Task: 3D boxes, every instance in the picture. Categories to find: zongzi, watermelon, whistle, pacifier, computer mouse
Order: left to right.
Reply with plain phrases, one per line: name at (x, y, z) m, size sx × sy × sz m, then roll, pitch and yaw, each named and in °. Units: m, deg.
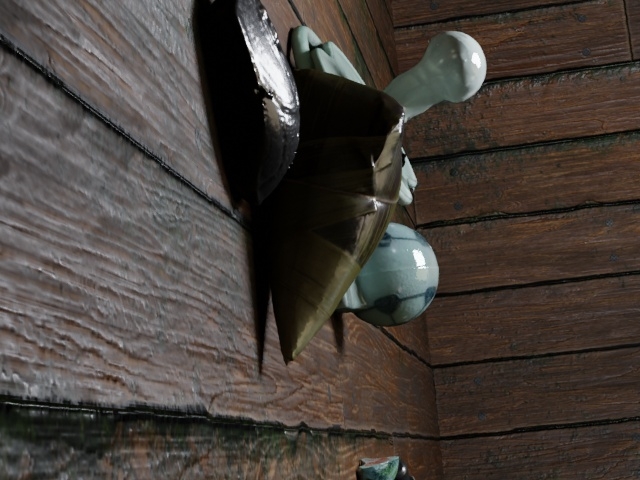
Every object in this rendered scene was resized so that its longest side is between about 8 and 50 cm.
computer mouse at (-0.060, -0.142, 1.359) m, size 0.122 × 0.073 × 0.217 m, roll -71°, pitch 152°, yaw -72°
zongzi at (0.000, 0.000, 1.557) m, size 0.289 × 0.154 × 0.317 m, roll 67°, pitch 37°, yaw -76°
watermelon at (0.074, 0.338, 2.058) m, size 0.061 × 0.085 × 0.085 m, roll 34°, pitch -31°, yaw 41°
whistle at (0.089, 0.047, 1.985) m, size 0.290 × 0.163 × 0.163 m, roll 25°, pitch 59°, yaw -81°
pacifier at (0.097, -0.203, 1.918) m, size 0.288 × 0.269 × 0.343 m, roll 56°, pitch 9°, yaw -8°

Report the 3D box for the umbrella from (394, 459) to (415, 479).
umbrella at (0.150, 0.487, 2.362) m, size 0.073 × 0.067 × 0.337 m, roll -109°, pitch -177°, yaw -48°
